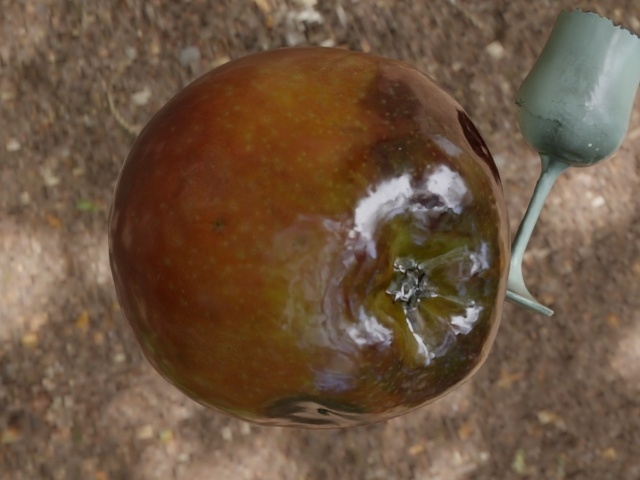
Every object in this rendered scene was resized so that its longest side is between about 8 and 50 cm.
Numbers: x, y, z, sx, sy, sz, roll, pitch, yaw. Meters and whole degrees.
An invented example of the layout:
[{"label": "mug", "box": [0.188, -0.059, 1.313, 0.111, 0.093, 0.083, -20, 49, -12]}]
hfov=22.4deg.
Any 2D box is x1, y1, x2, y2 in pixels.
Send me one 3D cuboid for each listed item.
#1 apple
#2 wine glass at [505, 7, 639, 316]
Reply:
[{"label": "apple", "box": [0.000, 0.000, 0.922, 0.229, 0.230, 0.230, -9, 133, -10]}, {"label": "wine glass", "box": [0.155, -0.053, 1.081, 0.079, 0.079, 0.196, 24, 88, -34]}]
